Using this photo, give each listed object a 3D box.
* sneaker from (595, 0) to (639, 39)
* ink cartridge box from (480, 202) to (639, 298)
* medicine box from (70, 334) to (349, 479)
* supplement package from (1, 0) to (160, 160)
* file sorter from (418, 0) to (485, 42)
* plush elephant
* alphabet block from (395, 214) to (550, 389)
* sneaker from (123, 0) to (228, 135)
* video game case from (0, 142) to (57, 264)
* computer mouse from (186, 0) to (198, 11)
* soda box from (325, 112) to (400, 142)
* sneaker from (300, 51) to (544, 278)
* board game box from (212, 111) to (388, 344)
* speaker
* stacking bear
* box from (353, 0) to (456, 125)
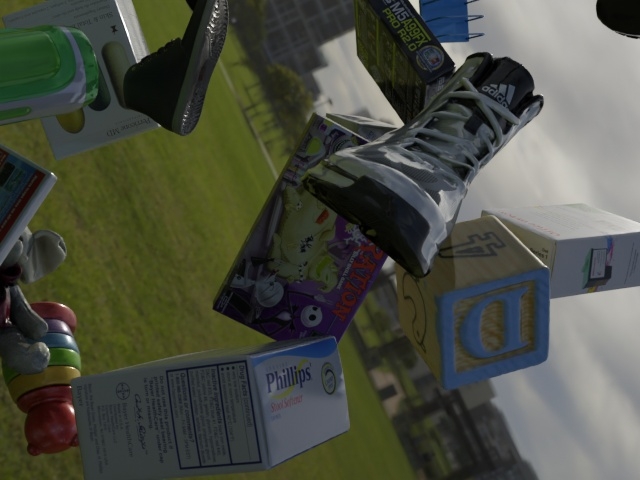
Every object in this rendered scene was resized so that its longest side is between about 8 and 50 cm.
[{"bbox_3d":[0.516,-0.323,1.285,0.130,0.286,0.109,-32,121,-68],"label":"sneaker"},{"bbox_3d":[0.461,0.015,1.811,0.201,0.278,0.117,29,-62,53],"label":"ink cartridge box"},{"bbox_3d":[-0.146,0.230,1.337,0.263,0.289,0.149,-1,82,-65],"label":"medicine box"},{"bbox_3d":[-0.413,-0.304,1.745,0.198,0.199,0.262,-98,169,-81],"label":"supplement package"},{"bbox_3d":[0.290,-0.524,2.105,0.104,0.118,0.170,-167,-108,-68],"label":"file sorter"},{"bbox_3d":[-0.612,0.058,1.780,0.272,0.255,0.330,22,9,-31],"label":"plush elephant"},{"bbox_3d":[0.247,0.097,1.580,0.197,0.193,0.192,-123,-156,-59],"label":"alphabet block"},{"bbox_3d":[-0.221,-0.278,1.429,0.118,0.222,0.083,24,14,14],"label":"sneaker"},{"bbox_3d":[-0.570,-0.077,1.486,0.285,0.204,0.025,29,-8,20],"label":"video game case"},{"bbox_3d":[-0.149,-0.449,1.497,0.072,0.188,0.272,34,-29,-19],"label":"computer mouse"},{"bbox_3d":[0.076,-0.189,1.870,0.286,0.091,0.098,-137,-127,-74],"label":"soda box"},{"bbox_3d":[0.127,-0.117,1.075,0.169,0.257,0.447,39,8,1],"label":"sneaker"},{"bbox_3d":[0.000,0.000,1.499,0.208,0.346,0.056,26,10,-13],"label":"board game box"},{"bbox_3d":[-0.453,-0.210,1.274,0.131,0.297,0.131,28,-54,46],"label":"speaker"},{"bbox_3d":[-0.548,0.284,1.910,0.164,0.175,0.289,115,-39,-58],"label":"stacking bear"},{"bbox_3d":[0.136,-0.303,1.609,0.216,0.060,0.270,58,-5,16],"label":"box"}]
